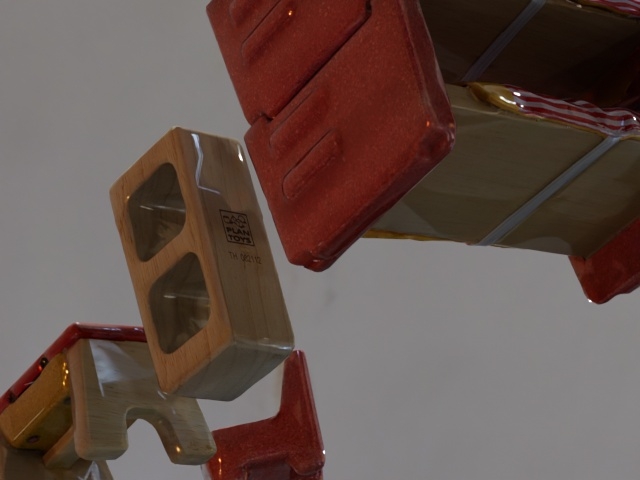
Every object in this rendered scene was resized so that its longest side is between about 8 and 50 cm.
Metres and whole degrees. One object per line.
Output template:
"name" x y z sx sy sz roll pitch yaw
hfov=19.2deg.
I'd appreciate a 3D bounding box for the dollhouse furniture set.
"dollhouse furniture set" 0.000 0.000 0.932 0.201 0.152 0.374 8 -37 -38
